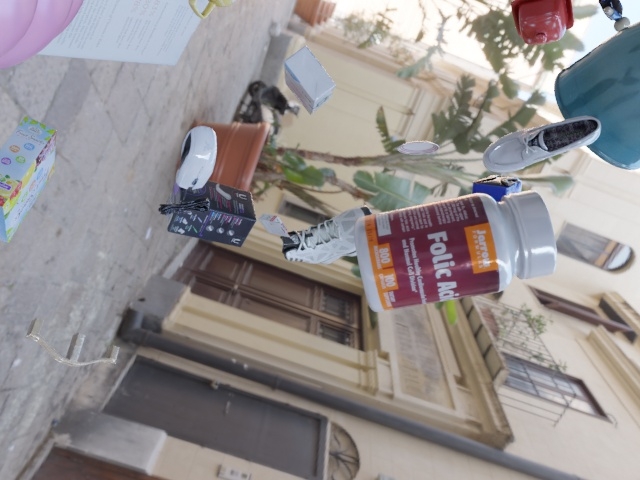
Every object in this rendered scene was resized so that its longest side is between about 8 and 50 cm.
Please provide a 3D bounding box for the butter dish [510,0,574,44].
[{"bbox_3d":[0.645,-0.627,1.462,0.160,0.160,0.118,40,57,-51],"label":"butter dish"}]

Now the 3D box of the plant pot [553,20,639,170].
[{"bbox_3d":[0.663,-0.322,0.991,0.255,0.272,0.271,-48,-159,54],"label":"plant pot"}]

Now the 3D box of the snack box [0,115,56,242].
[{"bbox_3d":[-0.630,-0.124,1.041,0.174,0.070,0.207,-42,-153,52],"label":"snack box"}]

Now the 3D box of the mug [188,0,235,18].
[{"bbox_3d":[-0.142,-0.337,0.656,0.078,0.062,0.064,-28,170,4],"label":"mug"}]

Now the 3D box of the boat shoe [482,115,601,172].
[{"bbox_3d":[0.359,-0.158,0.819,0.063,0.184,0.066,0,81,-69],"label":"boat shoe"}]

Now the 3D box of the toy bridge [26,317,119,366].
[{"bbox_3d":[-0.493,0.218,1.007,0.026,0.188,0.063,-23,-132,31],"label":"toy bridge"}]

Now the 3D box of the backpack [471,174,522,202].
[{"bbox_3d":[0.435,-0.111,1.239,0.120,0.098,0.101,-25,124,-45],"label":"backpack"}]

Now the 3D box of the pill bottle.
[{"bbox_3d":[0.286,0.020,1.109,0.224,0.393,0.223,-12,90,-80],"label":"pill bottle"}]

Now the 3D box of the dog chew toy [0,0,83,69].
[{"bbox_3d":[-0.284,-0.223,0.378,0.331,0.207,0.206,56,-48,48],"label":"dog chew toy"}]

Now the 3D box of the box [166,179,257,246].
[{"bbox_3d":[-0.379,-0.102,1.735,0.143,0.271,0.165,-56,-145,33],"label":"box"}]

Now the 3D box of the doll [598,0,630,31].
[{"bbox_3d":[0.714,-0.598,1.241,0.046,0.189,0.129,-18,-147,41],"label":"doll"}]

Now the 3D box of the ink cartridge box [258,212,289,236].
[{"bbox_3d":[-0.135,-0.047,1.534,0.115,0.062,0.029,11,-127,48],"label":"ink cartridge box"}]

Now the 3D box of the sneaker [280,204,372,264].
[{"bbox_3d":[0.000,0.001,1.906,0.447,0.258,0.169,-36,-116,54],"label":"sneaker"}]

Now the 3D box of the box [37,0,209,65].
[{"bbox_3d":[-0.369,-0.446,0.859,0.215,0.168,0.345,-50,171,27],"label":"box"}]

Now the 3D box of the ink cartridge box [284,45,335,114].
[{"bbox_3d":[-0.027,-0.352,1.123,0.060,0.104,0.180,-39,-174,0],"label":"ink cartridge box"}]

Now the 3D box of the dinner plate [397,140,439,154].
[{"bbox_3d":[0.335,-0.320,1.716,0.141,0.141,0.017,137,-46,-80],"label":"dinner plate"}]

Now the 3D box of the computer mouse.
[{"bbox_3d":[-0.250,-0.131,0.991,0.042,0.106,0.192,46,-55,40],"label":"computer mouse"}]
